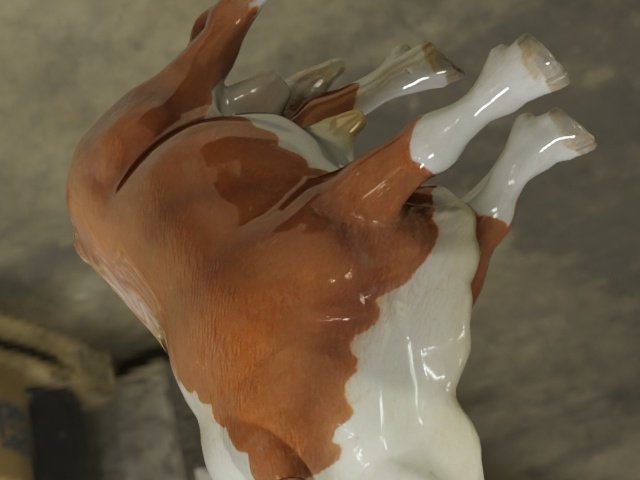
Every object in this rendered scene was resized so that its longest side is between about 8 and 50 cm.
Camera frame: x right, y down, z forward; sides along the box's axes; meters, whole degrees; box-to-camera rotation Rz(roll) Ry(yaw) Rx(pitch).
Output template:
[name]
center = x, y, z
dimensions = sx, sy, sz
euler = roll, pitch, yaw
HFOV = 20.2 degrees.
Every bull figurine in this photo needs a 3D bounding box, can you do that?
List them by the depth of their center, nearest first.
[bull figurine]
center = 0.000, 0.000, 0.662
dimensions = 0.188, 0.310, 0.101
euler = -46, 129, -2
